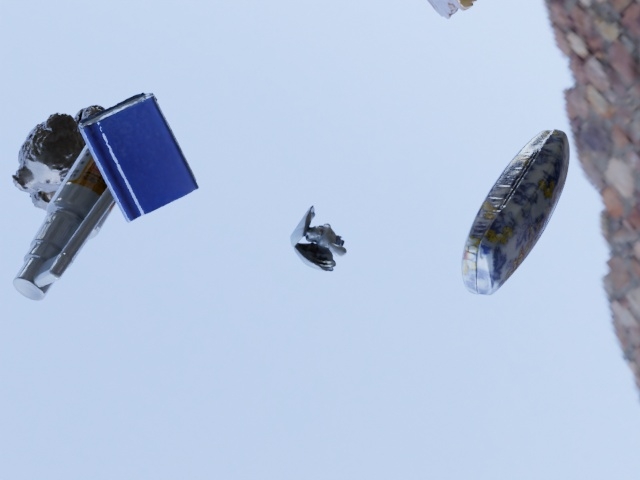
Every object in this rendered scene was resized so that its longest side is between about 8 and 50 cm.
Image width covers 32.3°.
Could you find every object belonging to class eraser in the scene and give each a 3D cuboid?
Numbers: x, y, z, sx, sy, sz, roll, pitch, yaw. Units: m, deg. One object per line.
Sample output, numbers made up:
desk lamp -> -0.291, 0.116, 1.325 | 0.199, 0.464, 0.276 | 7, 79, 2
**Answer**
eraser -> -0.140, -0.065, 0.852 | 0.063, 0.027, 0.084 | -25, -67, -2

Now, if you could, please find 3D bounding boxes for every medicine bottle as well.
medicine bottle -> -0.248, -0.035, 1.167 | 0.061, 0.092, 0.220 | 43, -130, -25

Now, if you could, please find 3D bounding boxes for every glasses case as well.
glasses case -> 0.219, -0.034, 1.219 | 0.065, 0.086, 0.248 | 17, -136, 22

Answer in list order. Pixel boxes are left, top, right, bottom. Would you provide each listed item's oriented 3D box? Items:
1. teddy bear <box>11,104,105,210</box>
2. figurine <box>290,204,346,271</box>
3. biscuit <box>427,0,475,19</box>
teddy bear -> -0.357, -0.113, 1.592 | 0.140, 0.177, 0.190 | 37, -171, 27
figurine -> 0.000, 0.000, 1.692 | 0.086, 0.082, 0.094 | 32, -155, -1
biscuit -> 0.089, -0.285, 1.047 | 0.035, 0.250, 0.162 | -45, -114, 3
